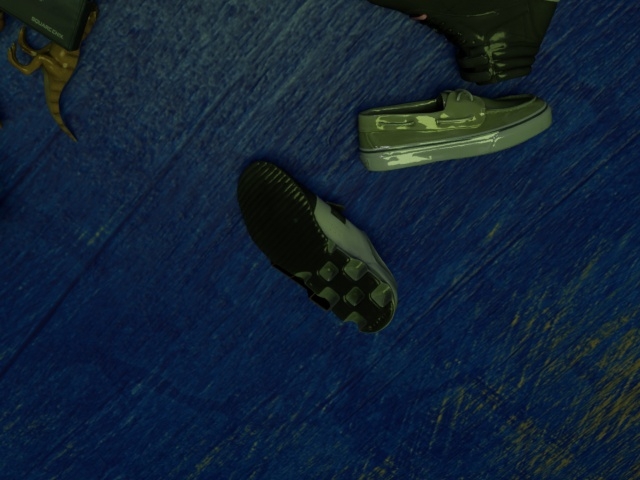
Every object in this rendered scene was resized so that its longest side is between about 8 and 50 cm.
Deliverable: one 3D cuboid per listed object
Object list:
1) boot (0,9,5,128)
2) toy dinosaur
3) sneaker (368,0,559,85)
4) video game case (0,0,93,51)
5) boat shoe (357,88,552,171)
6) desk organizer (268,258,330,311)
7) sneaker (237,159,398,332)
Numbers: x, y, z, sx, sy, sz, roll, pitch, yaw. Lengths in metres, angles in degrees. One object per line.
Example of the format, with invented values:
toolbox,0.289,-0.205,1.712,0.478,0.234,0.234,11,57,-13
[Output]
boot,-0.487,-0.223,0.895,0.197,0.073,0.152,-17,118,14
toy dinosaur,-0.373,-0.241,0.904,0.112,0.064,0.211,20,113,-18
sneaker,0.198,-0.299,0.930,0.296,0.104,0.146,0,112,-13
video game case,-0.345,-0.403,0.790,0.196,0.026,0.274,32,119,0
boat shoe,0.204,-0.182,0.994,0.302,0.109,0.094,-14,116,2
desk organizer,-0.024,0.064,1.118,0.130,0.050,0.047,37,107,-23
sneaker,0.000,0.000,1.061,0.122,0.146,0.330,-41,91,23
